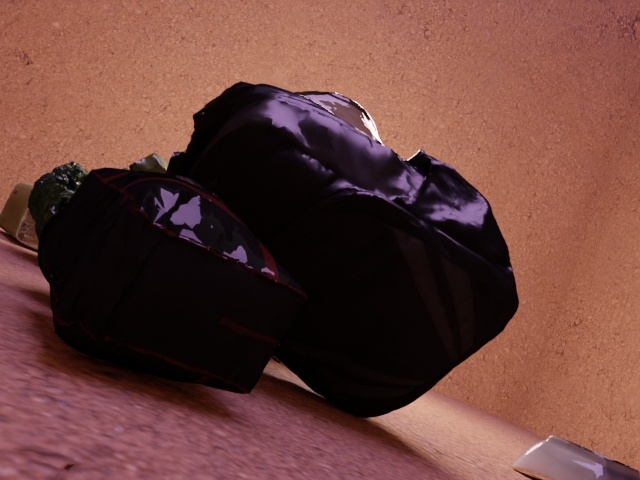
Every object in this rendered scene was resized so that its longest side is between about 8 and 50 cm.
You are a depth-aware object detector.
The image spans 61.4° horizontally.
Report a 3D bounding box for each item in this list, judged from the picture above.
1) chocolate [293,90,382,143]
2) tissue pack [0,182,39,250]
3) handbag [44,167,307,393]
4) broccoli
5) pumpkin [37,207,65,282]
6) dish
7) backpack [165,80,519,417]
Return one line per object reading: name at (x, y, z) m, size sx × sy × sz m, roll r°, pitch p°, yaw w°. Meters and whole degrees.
chocolate at (-0.016, -0.064, 0.966) m, size 0.314 × 0.297 × 0.326 m, roll 18°, pitch -49°, yaw -31°
tissue pack at (-0.583, -0.040, 1.171) m, size 0.159 × 0.125 × 0.234 m, roll 30°, pitch -11°, yaw -38°
handbag at (-0.129, 0.028, 0.460) m, size 0.169 × 0.155 × 0.215 m, roll 36°, pitch -5°, yaw -32°
broccoli at (-0.374, -0.046, 0.974) m, size 0.270 × 0.270 × 0.270 m, roll 48°, pitch -7°, yaw 8°
pumpkin at (-0.235, 0.026, 0.617) m, size 0.167 × 0.125 × 0.167 m, roll 19°, pitch -19°, yaw 7°
dish at (0.427, 0.372, 0.858) m, size 0.212 × 0.077 × 0.151 m, roll 29°, pitch -9°, yaw -36°
backpack at (0.000, 0.000, 0.698) m, size 0.446 × 0.363 × 0.255 m, roll 39°, pitch 26°, yaw -11°
